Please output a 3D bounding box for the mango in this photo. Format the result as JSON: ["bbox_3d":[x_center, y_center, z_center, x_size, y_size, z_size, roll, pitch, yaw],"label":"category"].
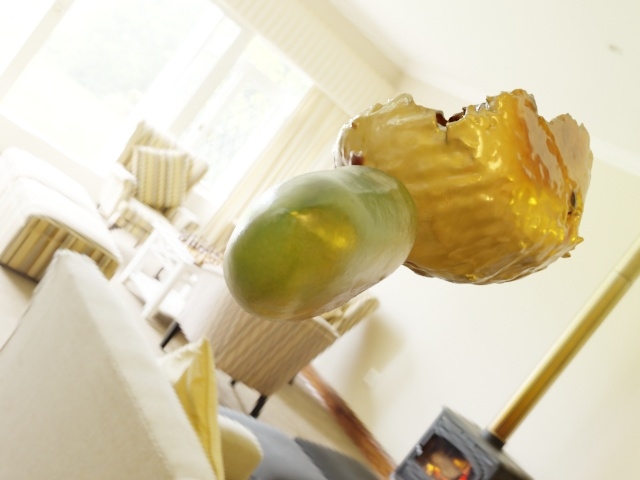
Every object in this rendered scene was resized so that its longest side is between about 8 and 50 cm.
[{"bbox_3d":[-0.004,0.004,0.571,0.091,0.137,0.237,53,20,12],"label":"mango"}]

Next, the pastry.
[{"bbox_3d":[0.132,-0.035,0.788,0.236,0.170,0.256,-19,-22,40],"label":"pastry"}]
